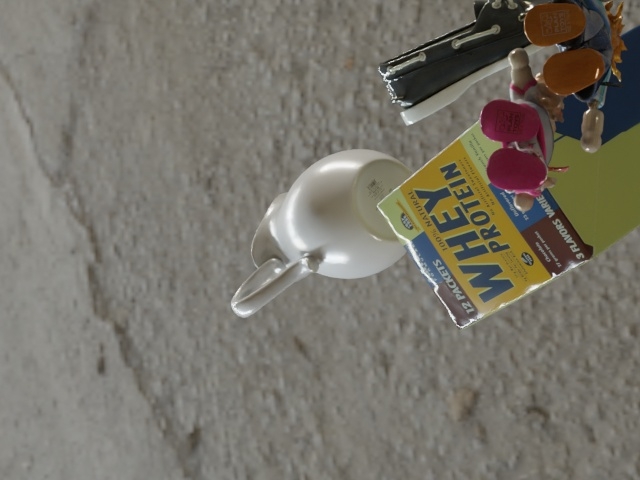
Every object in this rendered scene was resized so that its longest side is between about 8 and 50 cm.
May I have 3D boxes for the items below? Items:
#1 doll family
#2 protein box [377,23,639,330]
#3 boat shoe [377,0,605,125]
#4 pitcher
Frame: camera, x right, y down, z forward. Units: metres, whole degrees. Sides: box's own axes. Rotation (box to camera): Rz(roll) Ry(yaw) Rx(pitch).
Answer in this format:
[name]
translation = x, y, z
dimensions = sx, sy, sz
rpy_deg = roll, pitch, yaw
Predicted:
[doll family]
translation = 0.154, -0.150, 0.753
dimensions = 0.118, 0.163, 0.262
rpy_deg = -6, 100, 17
[protein box]
translation = 0.195, -0.052, 1.028
dimensions = 0.136, 0.200, 0.201
rpy_deg = 57, 150, 4
[boat shoe]
translation = 0.207, -0.249, 1.479
dimensions = 0.303, 0.114, 0.091
rpy_deg = -30, 96, 17
[pitcher]
translation = 0.000, 0.000, 1.231
dimensions = 0.207, 0.125, 0.177
rpy_deg = -21, 30, 57
